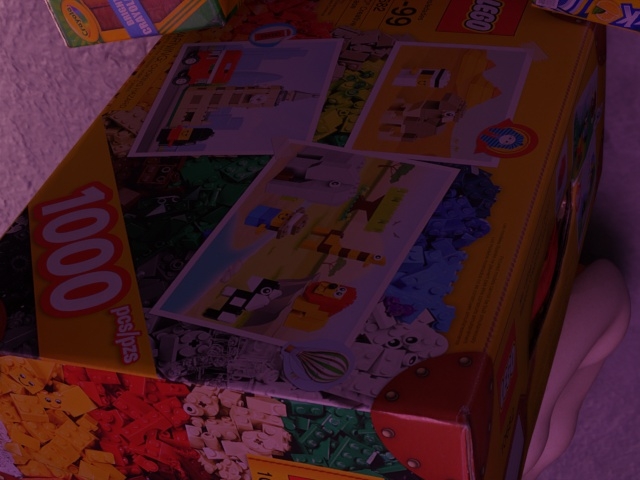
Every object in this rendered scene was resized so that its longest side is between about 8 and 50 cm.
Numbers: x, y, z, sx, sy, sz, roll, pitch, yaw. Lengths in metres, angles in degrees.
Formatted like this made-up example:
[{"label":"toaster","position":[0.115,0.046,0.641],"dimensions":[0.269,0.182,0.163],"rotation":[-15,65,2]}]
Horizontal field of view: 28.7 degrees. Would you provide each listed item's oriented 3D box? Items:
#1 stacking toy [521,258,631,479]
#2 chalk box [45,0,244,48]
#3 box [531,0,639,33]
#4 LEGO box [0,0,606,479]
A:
[{"label":"stacking toy","position":[0.020,0.077,1.219],"dimensions":[0.480,0.350,0.350],"rotation":[31,136,17]},{"label":"chalk box","position":[-0.170,-0.259,1.087],"dimensions":[0.213,0.132,0.132],"rotation":[-5,126,27]},{"label":"box","position":[0.259,-0.202,1.000],"dimensions":[0.169,0.059,0.054],"rotation":[17,132,9]},{"label":"LEGO box","position":[0.000,0.000,0.981],"dimensions":[0.373,0.500,0.193],"rotation":[6,131,18]}]
